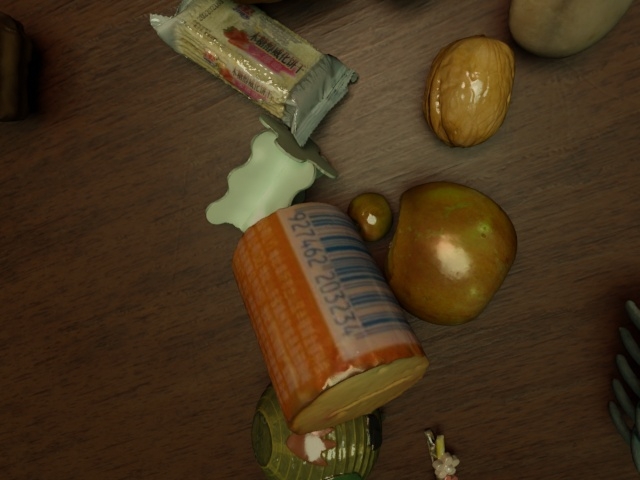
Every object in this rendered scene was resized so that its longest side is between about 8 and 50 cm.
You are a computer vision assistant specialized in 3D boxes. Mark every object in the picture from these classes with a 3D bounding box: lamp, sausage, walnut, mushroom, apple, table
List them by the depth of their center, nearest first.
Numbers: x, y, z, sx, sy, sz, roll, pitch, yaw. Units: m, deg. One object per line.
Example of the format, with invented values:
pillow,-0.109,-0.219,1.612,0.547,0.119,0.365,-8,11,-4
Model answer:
mushroom,0.358,-0.388,0.690,0.204,0.204,0.205,1,102,6
sausage,0.006,0.115,0.732,0.233,0.233,0.287,-36,57,13
walnut,0.236,-0.235,0.743,0.144,0.144,0.180,15,113,3
apple,0.199,0.018,0.771,0.207,0.237,0.237,30,104,13
table,-0.092,-0.089,0.813,0.166,0.166,0.198,38,112,-2
apple,0.090,-0.042,0.829,0.074,0.089,0.090,-21,99,-2
lamp,0.016,0.351,0.859,0.284,0.250,0.251,7,106,-30

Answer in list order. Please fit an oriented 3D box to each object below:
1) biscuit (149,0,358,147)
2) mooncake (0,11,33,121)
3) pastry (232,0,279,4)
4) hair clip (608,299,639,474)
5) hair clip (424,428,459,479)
biscuit,-0.103,-0.311,0.775,0.309,0.079,0.186,35,63,1
mooncake,-0.655,-0.307,0.745,0.323,0.324,0.187,11,98,4
pastry,-0.102,-0.528,0.605,0.409,0.410,0.245,30,62,0
hair clip,0.622,0.236,0.730,0.238,0.392,0.319,0,119,17
hair clip,0.252,0.486,0.944,0.062,0.056,0.214,-16,101,-23
